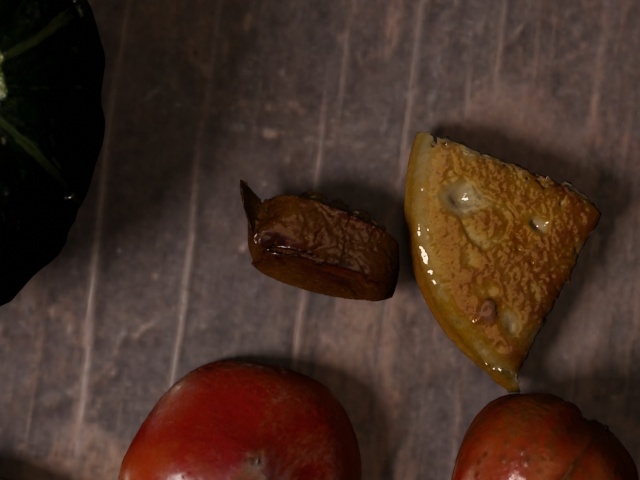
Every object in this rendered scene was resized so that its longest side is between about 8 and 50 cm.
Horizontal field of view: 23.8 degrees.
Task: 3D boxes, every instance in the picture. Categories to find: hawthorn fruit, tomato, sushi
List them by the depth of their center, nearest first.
[{"bbox_3d":[-0.040,0.147,0.931,0.155,0.069,0.156,1,86,-15],"label":"tomato"},{"bbox_3d":[0.140,0.158,0.955,0.128,0.128,0.128,1,87,-14],"label":"hawthorn fruit"},{"bbox_3d":[0.000,0.000,0.958,0.120,0.052,0.055,15,66,-10],"label":"sushi"}]

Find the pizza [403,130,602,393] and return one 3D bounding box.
[{"bbox_3d":[0.118,0.000,0.993,0.131,0.041,0.178,-32,95,-11],"label":"pizza"}]

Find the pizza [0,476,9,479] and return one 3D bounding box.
[{"bbox_3d":[-0.238,0.179,0.875,0.188,0.080,0.204,-16,89,-15],"label":"pizza"}]

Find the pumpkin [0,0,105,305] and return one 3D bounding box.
[{"bbox_3d":[-0.273,-0.074,0.819,0.295,0.296,0.296,1,87,-14],"label":"pumpkin"}]
